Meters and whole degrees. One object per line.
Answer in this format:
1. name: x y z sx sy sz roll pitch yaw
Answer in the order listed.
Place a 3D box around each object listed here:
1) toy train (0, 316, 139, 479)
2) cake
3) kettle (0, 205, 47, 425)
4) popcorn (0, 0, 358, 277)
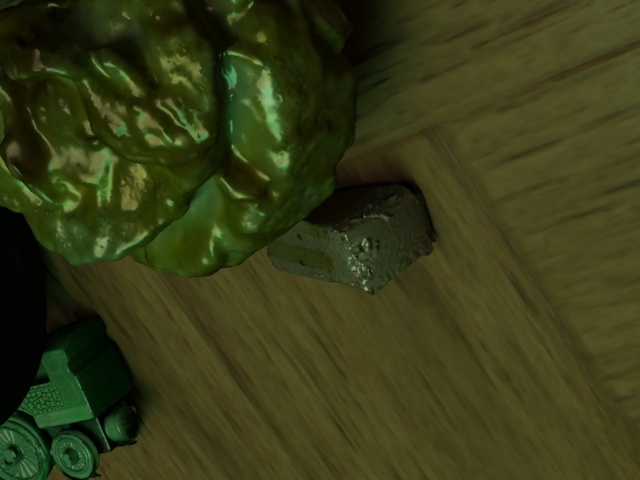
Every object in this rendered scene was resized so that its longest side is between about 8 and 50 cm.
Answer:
1. toy train: -0.207 0.120 1.294 0.178 0.071 0.105 -13 107 35
2. cake: 0.000 0.000 1.097 0.121 0.065 0.052 -6 117 41
3. kettle: -0.373 0.040 1.217 0.290 0.207 0.268 -13 142 37
4. popcorn: -0.079 -0.082 0.996 0.204 0.184 0.221 31 138 6
